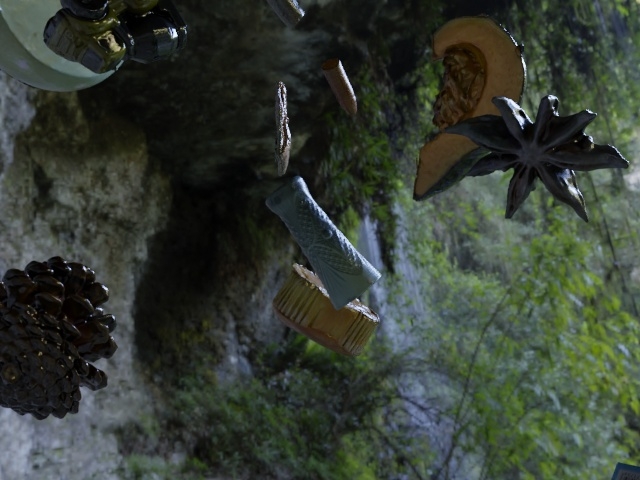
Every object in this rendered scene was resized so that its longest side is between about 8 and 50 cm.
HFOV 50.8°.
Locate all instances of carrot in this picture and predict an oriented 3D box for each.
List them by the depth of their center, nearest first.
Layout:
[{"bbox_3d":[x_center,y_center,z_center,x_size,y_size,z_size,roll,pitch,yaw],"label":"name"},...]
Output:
[{"bbox_3d":[0.050,-0.336,1.500,0.048,0.048,0.139,-15,-52,22],"label":"carrot"}]

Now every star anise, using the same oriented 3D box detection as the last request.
[{"bbox_3d":[0.259,-0.101,0.808,0.204,0.181,0.061,-1,32,33],"label":"star anise"}]

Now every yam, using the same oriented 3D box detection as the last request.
[{"bbox_3d":[-0.127,-0.524,1.269,0.061,0.061,0.274,-24,-65,43],"label":"yam"}]

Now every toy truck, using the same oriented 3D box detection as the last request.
[{"bbox_3d":[-0.342,-0.359,1.141,0.147,0.165,0.224,-31,13,48],"label":"toy truck"}]

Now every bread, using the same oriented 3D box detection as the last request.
[{"bbox_3d":[0.005,0.199,1.806,0.288,0.156,0.204,31,5,-24],"label":"bread"}]

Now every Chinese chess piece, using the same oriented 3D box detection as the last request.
[{"bbox_3d":[-0.555,-0.486,1.394,0.146,0.350,0.349,-2,-9,38],"label":"Chinese chess piece"}]

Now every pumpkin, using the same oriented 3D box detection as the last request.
[{"bbox_3d":[0.246,-0.184,1.002,0.111,0.279,0.163,-1,12,-41],"label":"pumpkin"}]

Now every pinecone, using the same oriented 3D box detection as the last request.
[{"bbox_3d":[-0.436,0.138,1.078,0.246,0.292,0.247,0,-61,-1],"label":"pinecone"}]

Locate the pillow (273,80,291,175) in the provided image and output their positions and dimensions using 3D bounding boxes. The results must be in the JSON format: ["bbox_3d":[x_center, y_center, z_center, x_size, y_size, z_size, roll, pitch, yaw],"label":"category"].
[{"bbox_3d":[-0.103,-0.293,1.759,0.043,0.233,0.126,-2,-22,-6],"label":"pillow"}]

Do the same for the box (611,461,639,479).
[{"bbox_3d":[0.475,0.386,0.864,0.083,0.143,0.232,40,-23,-19],"label":"box"}]

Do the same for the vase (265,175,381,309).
[{"bbox_3d":[0.000,0.000,1.116,0.096,0.219,0.096,-36,-1,-1],"label":"vase"}]
